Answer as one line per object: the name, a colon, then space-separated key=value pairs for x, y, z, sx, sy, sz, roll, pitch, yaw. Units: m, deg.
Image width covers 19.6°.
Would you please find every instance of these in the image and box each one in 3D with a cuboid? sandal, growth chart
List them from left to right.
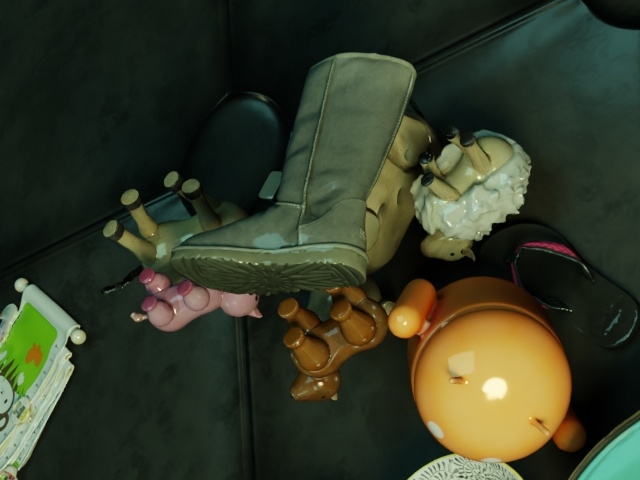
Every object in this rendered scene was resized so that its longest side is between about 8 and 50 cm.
growth chart: x=-0.336 y=0.167 z=2.004 sx=0.172 sy=0.021 sz=0.237 roll=22 pitch=87 yaw=47
sandal: x=0.197 y=0.032 z=1.557 sx=0.179 sy=0.040 sz=0.067 roll=35 pitch=97 yaw=45

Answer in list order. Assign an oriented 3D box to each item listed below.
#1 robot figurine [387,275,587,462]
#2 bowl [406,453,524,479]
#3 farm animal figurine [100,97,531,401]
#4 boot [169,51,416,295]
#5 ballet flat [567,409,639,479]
robot figurine: x=0.132 y=0.102 z=1.484 sx=0.128 sy=0.219 sz=0.158 roll=-16 pitch=101 yaw=3
bowl: x=0.129 y=0.262 z=1.489 sx=0.170 sy=0.080 sz=0.170 roll=-19 pitch=59 yaw=36
farm animal figurine: x=0.000 y=0.000 z=1.673 sx=0.327 sy=0.172 sz=0.330 roll=-50 pitch=46 yaw=-6
boot: x=-0.022 y=-0.060 z=1.556 sx=0.189 sy=0.076 sz=0.208 roll=0 pitch=65 yaw=17
ballet flat: x=0.324 y=0.121 z=1.346 sx=0.342 sy=0.124 sz=0.116 roll=-43 pitch=79 yaw=16
